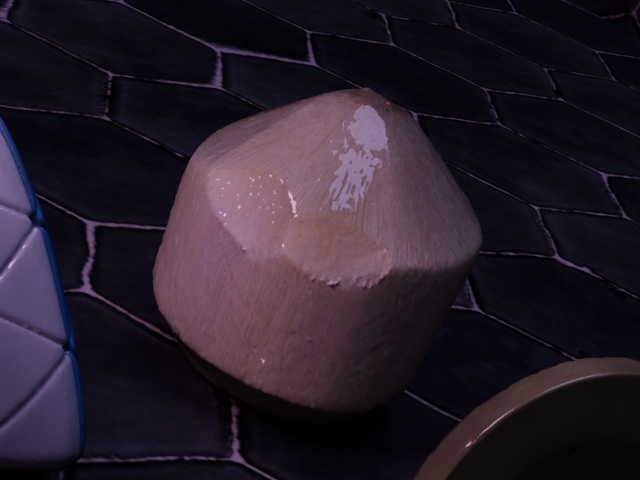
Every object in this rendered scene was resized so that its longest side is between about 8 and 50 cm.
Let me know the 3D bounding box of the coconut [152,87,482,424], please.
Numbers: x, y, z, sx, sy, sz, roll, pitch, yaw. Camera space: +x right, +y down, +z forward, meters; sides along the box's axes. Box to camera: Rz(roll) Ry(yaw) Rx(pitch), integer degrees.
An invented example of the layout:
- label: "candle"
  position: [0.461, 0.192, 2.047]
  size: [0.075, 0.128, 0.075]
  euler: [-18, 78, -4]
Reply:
- label: "coconut"
  position: [0.000, 0.000, 1.552]
  size: [0.237, 0.265, 0.237]
  euler: [21, 28, -11]

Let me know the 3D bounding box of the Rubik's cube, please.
- label: "Rubik's cube"
  position: [-0.245, 0.070, 1.353]
  size: [0.254, 0.254, 0.254]
  euler: [19, 20, -7]

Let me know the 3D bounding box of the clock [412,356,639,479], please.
- label: "clock"
  position: [0.156, 0.179, 1.292]
  size: [0.235, 0.235, 0.029]
  euler: [9, 25, -31]
